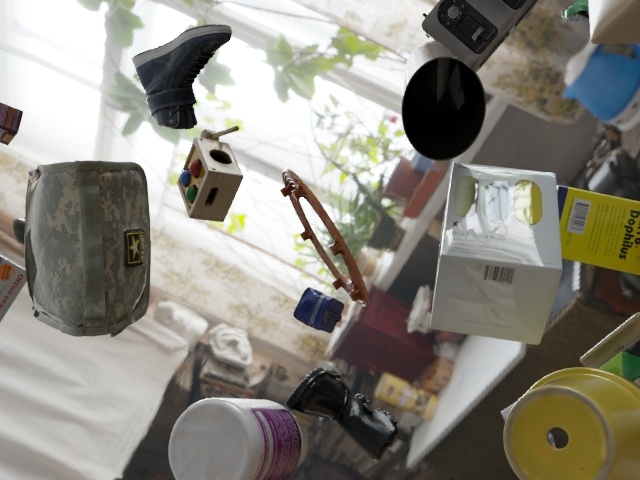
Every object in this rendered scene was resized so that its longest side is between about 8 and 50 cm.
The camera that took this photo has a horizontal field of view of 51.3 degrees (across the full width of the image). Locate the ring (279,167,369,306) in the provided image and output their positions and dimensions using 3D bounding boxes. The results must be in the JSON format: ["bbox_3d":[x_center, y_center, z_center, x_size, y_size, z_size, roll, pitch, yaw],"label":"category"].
[{"bbox_3d":[0.000,0.000,1.406,0.032,0.336,0.336,-32,-4,-9],"label":"ring"}]

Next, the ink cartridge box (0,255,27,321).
[{"bbox_3d":[-0.723,0.073,1.376,0.127,0.176,0.128,8,65,47],"label":"ink cartridge box"}]

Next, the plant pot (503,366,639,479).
[{"bbox_3d":[0.414,0.323,1.072,0.239,0.254,0.254,25,-91,-51],"label":"plant pot"}]

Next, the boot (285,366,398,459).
[{"bbox_3d":[0.056,0.359,1.371,0.094,0.207,0.246,-54,-19,5],"label":"boot"}]

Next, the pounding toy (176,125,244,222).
[{"bbox_3d":[-0.246,-0.177,1.441,0.181,0.094,0.206,-61,40,31],"label":"pounding toy"}]

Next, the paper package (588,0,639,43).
[{"bbox_3d":[0.691,-0.497,1.208,0.325,0.309,0.168,118,151,-81],"label":"paper package"}]

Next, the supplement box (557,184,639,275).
[{"bbox_3d":[0.797,-0.022,1.844,0.194,0.356,0.195,-19,-59,-80],"label":"supplement box"}]

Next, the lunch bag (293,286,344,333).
[{"bbox_3d":[0.003,0.133,1.233,0.067,0.065,0.098,-64,-26,-4],"label":"lunch bag"}]

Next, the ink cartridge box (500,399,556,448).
[{"bbox_3d":[0.462,0.431,1.468,0.061,0.104,0.181,-33,-38,1],"label":"ink cartridge box"}]

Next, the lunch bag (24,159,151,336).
[{"bbox_3d":[-0.338,0.004,0.975,0.287,0.169,0.235,8,99,63],"label":"lunch bag"}]

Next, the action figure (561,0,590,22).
[{"bbox_3d":[0.661,-0.558,1.587,0.137,0.063,0.232,-36,19,-13],"label":"action figure"}]

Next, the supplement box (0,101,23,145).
[{"bbox_3d":[-0.508,-0.186,1.019,0.055,0.083,0.043,-25,54,47],"label":"supplement box"}]

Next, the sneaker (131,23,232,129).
[{"bbox_3d":[-0.240,-0.298,1.247,0.086,0.226,0.163,-16,-89,-59],"label":"sneaker"}]

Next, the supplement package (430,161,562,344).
[{"bbox_3d":[0.321,0.018,1.235,0.262,0.199,0.198,-72,-14,-45],"label":"supplement package"}]

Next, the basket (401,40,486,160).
[{"bbox_3d":[0.234,-0.301,1.318,0.227,0.154,0.204,-83,-11,-55],"label":"basket"}]

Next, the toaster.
[{"bbox_3d":[0.243,-0.348,0.998,0.168,0.110,0.186,-49,-3,18],"label":"toaster"}]

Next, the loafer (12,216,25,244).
[{"bbox_3d":[-0.606,-0.018,1.427,0.050,0.148,0.056,-16,-65,-51],"label":"loafer"}]

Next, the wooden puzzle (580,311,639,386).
[{"bbox_3d":[0.580,0.273,1.184,0.238,0.044,0.221,62,155,26],"label":"wooden puzzle"}]

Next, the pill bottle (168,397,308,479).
[{"bbox_3d":[-0.133,0.379,1.232,0.169,0.169,0.301,-66,-25,-5],"label":"pill bottle"}]
